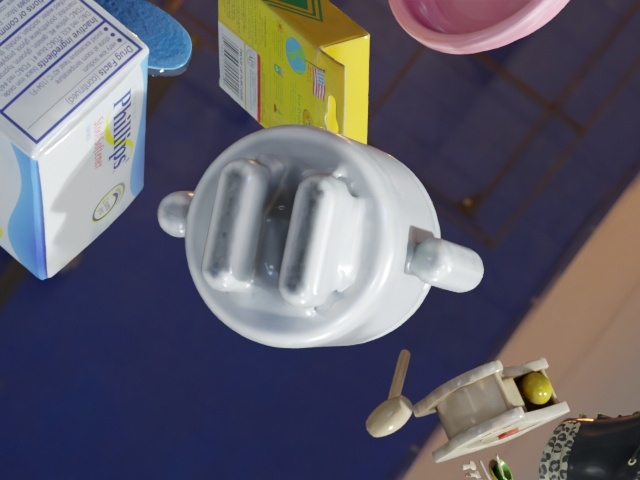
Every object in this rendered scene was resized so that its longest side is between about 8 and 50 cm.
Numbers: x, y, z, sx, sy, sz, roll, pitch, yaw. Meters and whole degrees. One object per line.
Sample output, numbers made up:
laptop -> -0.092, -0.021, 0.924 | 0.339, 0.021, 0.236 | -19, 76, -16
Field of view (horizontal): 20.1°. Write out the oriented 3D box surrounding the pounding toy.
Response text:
pounding toy -> 0.188, 0.175, 2.239 | 0.269, 0.155, 0.154 | -9, 160, -46

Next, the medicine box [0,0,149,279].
medicine box -> -0.306, -0.148, 1.643 | 0.149, 0.289, 0.263 | -45, 167, -22

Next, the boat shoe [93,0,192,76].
boat shoe -> -0.277, -0.255, 2.193 | 0.089, 0.258, 0.109 | 99, 13, -65

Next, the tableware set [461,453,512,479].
tableware set -> 0.249, 0.343, 2.474 | 0.024, 0.104, 0.154 | -32, 162, 21

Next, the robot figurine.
robot figurine -> 0.000, 0.000, 1.693 | 0.353, 0.300, 0.199 | 9, 96, -75

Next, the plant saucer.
plant saucer -> 0.240, -0.391, 2.406 | 0.332, 0.084, 0.332 | -20, -123, 33

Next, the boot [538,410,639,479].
boot -> 0.358, 0.198, 1.976 | 0.179, 0.085, 0.236 | 1, -140, 40

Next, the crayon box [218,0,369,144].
crayon box -> -0.025, -0.222, 2.374 | 0.318, 0.081, 0.202 | 46, -35, 43
